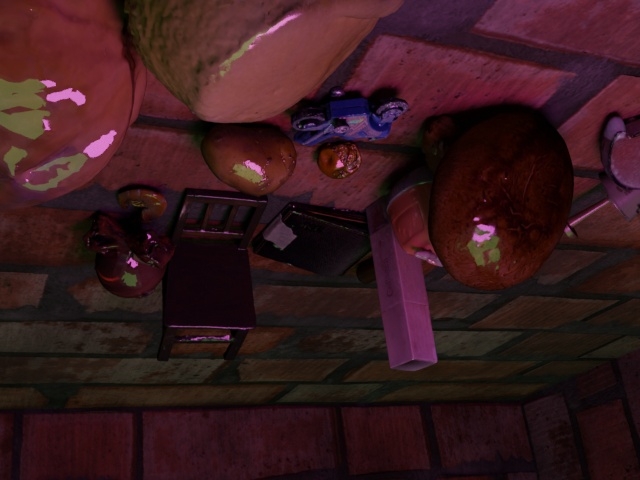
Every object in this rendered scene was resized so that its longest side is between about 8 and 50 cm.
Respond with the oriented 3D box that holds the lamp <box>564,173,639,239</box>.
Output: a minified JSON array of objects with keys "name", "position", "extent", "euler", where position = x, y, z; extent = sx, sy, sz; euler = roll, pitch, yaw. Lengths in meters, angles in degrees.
[{"name":"lamp","position":[0.634,-0.082,1.715],"extent":[0.215,0.121,0.121],"euler":[-35,146,22]}]

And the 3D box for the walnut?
[{"name":"walnut","position":[-0.391,-0.218,0.908],"extent":[0.384,0.383,0.383],"euler":[-6,155,-3]}]

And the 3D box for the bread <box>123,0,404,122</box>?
[{"name":"bread","position":[-0.065,-0.288,0.877],"extent":[0.320,0.237,0.320],"euler":[-33,167,-8]}]

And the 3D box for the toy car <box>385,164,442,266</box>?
[{"name":"toy car","position":[0.273,-0.041,1.599],"extent":[0.270,0.212,0.180],"euler":[7,152,-28]}]

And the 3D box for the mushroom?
[{"name":"mushroom","position":[0.334,-0.070,1.423],"extent":[0.345,0.345,0.239],"euler":[0,-166,-16]}]

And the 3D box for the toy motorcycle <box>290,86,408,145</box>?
[{"name":"toy motorcycle","position":[0.050,-0.209,1.349],"extent":[0.205,0.076,0.114],"euler":[-7,162,2]}]

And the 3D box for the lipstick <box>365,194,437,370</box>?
[{"name":"lipstick","position":[0.171,0.088,1.659],"extent":[0.080,0.371,0.076],"euler":[14,149,-38]}]

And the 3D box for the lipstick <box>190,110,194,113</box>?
[{"name":"lipstick","position":[-0.165,-0.284,1.112],"extent":[0.077,0.079,0.253],"euler":[-5,154,-5]}]

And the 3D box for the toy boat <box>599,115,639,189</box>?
[{"name":"toy boat","position":[0.635,-0.195,1.554],"extent":[0.155,0.085,0.227],"euler":[-23,141,12]}]

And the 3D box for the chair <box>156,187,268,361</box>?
[{"name":"chair","position":[-0.243,0.093,1.714],"extent":[0.203,0.240,0.416],"euler":[4,154,-18]}]

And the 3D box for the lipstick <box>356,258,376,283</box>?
[{"name":"lipstick","position":[0.227,0.025,1.919],"extent":[0.057,0.057,0.357],"euler":[15,147,-40]}]

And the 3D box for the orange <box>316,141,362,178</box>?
[{"name":"orange","position":[0.036,-0.148,1.482],"extent":[0.086,0.062,0.086],"euler":[-5,158,-2]}]

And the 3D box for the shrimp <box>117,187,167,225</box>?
[{"name":"shrimp","position":[-0.368,-0.064,1.569],"extent":[0.095,0.045,0.162],"euler":[5,158,-29]}]

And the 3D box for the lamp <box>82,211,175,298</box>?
[{"name":"lamp","position":[-0.401,0.047,1.648],"extent":[0.215,0.151,0.223],"euler":[14,169,15]}]

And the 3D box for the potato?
[{"name":"potato","position":[-0.127,-0.143,1.372],"extent":[0.176,0.137,0.137],"euler":[6,152,-23]}]

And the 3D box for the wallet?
[{"name":"wallet","position":[0.000,0.000,1.793],"extent":[0.262,0.071,0.221],"euler":[14,149,-26]}]
